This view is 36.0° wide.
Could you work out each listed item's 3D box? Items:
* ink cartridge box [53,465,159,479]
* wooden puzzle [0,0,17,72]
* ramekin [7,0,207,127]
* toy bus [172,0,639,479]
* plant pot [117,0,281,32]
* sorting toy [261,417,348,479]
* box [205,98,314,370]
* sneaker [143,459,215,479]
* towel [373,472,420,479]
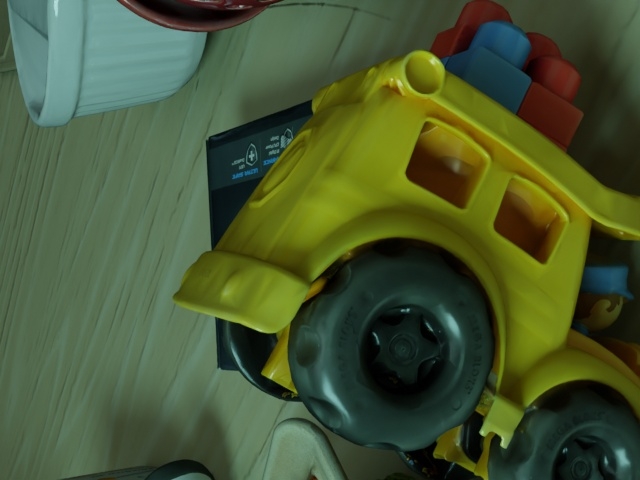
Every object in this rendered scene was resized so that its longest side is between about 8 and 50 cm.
[{"bbox_3d":[-0.182,0.240,0.878,0.181,0.104,0.061,-15,79,55],"label":"ink cartridge box"},{"bbox_3d":[-0.374,-0.316,1.199,0.239,0.044,0.221,10,100,60],"label":"wooden puzzle"},{"bbox_3d":[-0.178,-0.229,0.800,0.273,0.127,0.273,175,90,-67],"label":"ramekin"},{"bbox_3d":[0.076,0.006,0.450,0.211,0.220,0.149,-61,17,-11],"label":"toy bus"},{"bbox_3d":[-0.063,-0.235,0.615,0.174,0.191,0.191,-8,85,62],"label":"plant pot"},{"bbox_3d":[0.009,0.217,0.547,0.196,0.047,0.347,57,154,28],"label":"sorting toy"},{"bbox_3d":[0.000,0.000,0.649,0.220,0.051,0.175,-7,85,55],"label":"box"},{"bbox_3d":[-0.086,0.314,0.758,0.145,0.090,0.270,28,118,51],"label":"sneaker"},{"bbox_3d":[0.077,0.244,0.519,0.102,0.021,0.237,152,104,-75],"label":"towel"}]
